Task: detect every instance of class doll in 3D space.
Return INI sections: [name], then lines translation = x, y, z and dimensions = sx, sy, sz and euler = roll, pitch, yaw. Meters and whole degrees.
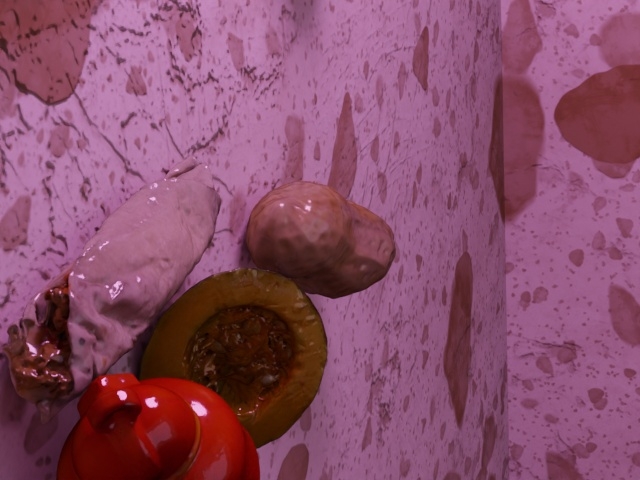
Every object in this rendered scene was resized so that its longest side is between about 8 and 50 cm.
[doll]
translation = -0.149, 0.219, 1.002
dimensions = 0.160, 0.182, 0.363
euler = 57, -10, 31

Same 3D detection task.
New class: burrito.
[burrito]
translation = -0.186, 0.027, 1.055
dimensions = 0.392, 0.076, 0.117
euler = -55, 137, -57

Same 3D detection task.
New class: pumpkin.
[pumpkin]
translation = -0.102, 0.120, 1.215
dimensions = 0.110, 0.217, 0.217
euler = -136, -141, -65

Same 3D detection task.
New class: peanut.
[peanut]
translation = 0.000, 0.000, 1.463
dimensions = 0.313, 0.149, 0.149
euler = 26, 69, -65
